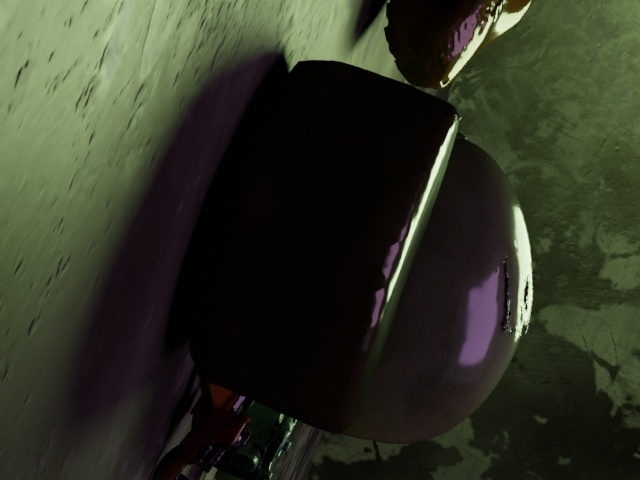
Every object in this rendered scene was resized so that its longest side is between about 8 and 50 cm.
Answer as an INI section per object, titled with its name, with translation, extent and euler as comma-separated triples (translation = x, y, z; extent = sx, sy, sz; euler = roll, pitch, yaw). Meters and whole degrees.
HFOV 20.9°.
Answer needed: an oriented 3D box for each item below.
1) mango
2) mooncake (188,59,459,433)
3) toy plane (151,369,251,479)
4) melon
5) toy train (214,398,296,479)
[mango]
translation = 0.148, -0.261, 1.834
extent = 0.151, 0.156, 0.249
euler = -21, -145, 45
[mooncake]
translation = 0.000, 0.000, 1.393
extent = 0.284, 0.155, 0.284
euler = 20, 90, -83
[toy plane]
translation = -0.108, 0.188, 1.563
extent = 0.188, 0.062, 0.135
euler = -65, -160, -4
[melon]
translation = 0.078, 0.034, 1.697
extent = 0.268, 0.268, 0.330
euler = -21, 125, -82
[toy train]
translation = -0.064, 0.202, 1.935
extent = 0.200, 0.083, 0.132
euler = -60, 173, -50
